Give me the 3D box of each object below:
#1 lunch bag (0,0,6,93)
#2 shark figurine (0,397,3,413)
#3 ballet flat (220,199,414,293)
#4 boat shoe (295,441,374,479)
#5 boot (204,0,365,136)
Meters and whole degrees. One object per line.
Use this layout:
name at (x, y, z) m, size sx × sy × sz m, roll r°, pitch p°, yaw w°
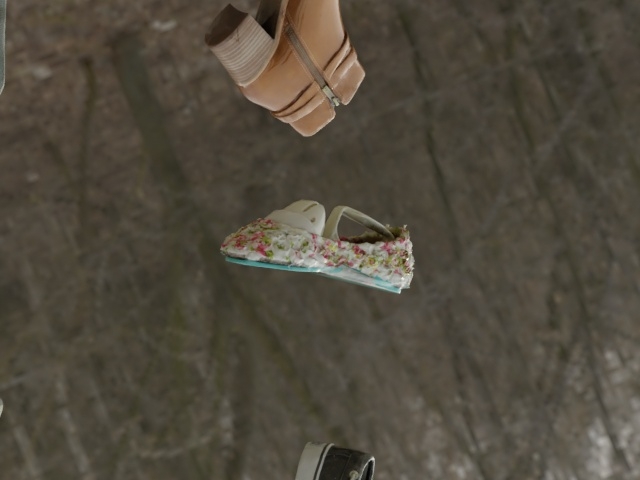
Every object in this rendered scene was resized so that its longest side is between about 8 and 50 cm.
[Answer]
lunch bag at (-0.350, -0.259, 1.246) m, size 0.169 × 0.287 × 0.235 m, roll 2°, pitch 179°, yaw 16°
shark figurine at (-0.311, 0.083, 1.116) m, size 0.166 × 0.116 × 0.278 m, roll -57°, pitch 157°, yaw -36°
ballet flat at (0.000, 0.000, 1.606) m, size 0.241 × 0.077 × 0.091 m, roll 11°, pitch 180°, yaw -45°
boat shoe at (0.002, 0.293, 1.453) m, size 0.070 × 0.219 × 0.078 m, roll 9°, pitch 177°, yaw 19°
boot at (0.006, -0.286, 2.166) m, size 0.283 × 0.220 × 0.109 m, roll -49°, pitch -142°, yaw -2°
